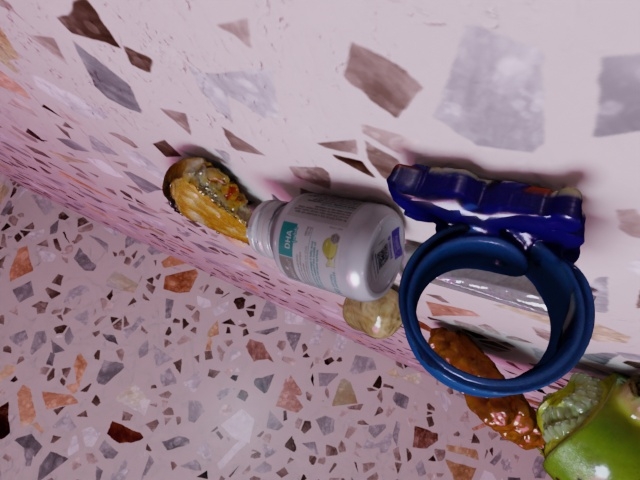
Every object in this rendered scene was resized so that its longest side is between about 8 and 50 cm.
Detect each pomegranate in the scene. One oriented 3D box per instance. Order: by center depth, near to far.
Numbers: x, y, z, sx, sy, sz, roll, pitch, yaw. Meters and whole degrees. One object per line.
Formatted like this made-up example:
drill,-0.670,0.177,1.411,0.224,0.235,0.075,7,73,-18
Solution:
pomegranate,0.558,0.360,0.749,0.261,0.260,0.340,21,136,13

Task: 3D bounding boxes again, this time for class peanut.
peanut,0.126,0.172,0.978,0.137,0.122,0.253,20,168,-13

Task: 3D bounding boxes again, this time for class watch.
watch,0.159,0.049,0.408,0.196,0.200,0.171,11,163,28

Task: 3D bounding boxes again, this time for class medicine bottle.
medicine bottle,0.000,0.000,0.588,0.215,0.135,0.135,13,160,33

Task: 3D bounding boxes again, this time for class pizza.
pizza,-0.171,-0.066,0.739,0.288,0.074,0.251,22,164,5

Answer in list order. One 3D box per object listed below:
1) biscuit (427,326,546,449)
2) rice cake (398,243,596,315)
biscuit,0.410,0.357,1.004,0.312,0.110,0.318,39,-169,-36
rice cake,0.236,0.060,0.583,0.270,0.055,0.049,14,165,27
